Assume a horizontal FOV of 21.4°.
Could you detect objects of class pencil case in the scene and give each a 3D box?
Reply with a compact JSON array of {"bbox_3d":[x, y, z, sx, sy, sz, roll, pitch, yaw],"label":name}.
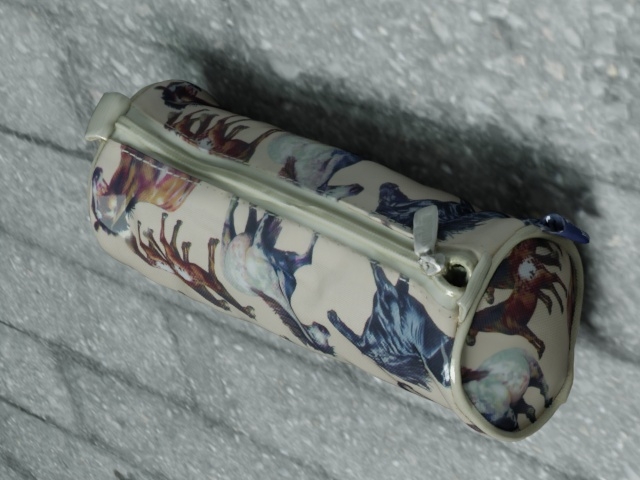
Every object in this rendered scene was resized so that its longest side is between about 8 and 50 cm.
[{"bbox_3d":[0.000,0.000,1.266,0.410,0.160,0.183,23,153,36],"label":"pencil case"}]
